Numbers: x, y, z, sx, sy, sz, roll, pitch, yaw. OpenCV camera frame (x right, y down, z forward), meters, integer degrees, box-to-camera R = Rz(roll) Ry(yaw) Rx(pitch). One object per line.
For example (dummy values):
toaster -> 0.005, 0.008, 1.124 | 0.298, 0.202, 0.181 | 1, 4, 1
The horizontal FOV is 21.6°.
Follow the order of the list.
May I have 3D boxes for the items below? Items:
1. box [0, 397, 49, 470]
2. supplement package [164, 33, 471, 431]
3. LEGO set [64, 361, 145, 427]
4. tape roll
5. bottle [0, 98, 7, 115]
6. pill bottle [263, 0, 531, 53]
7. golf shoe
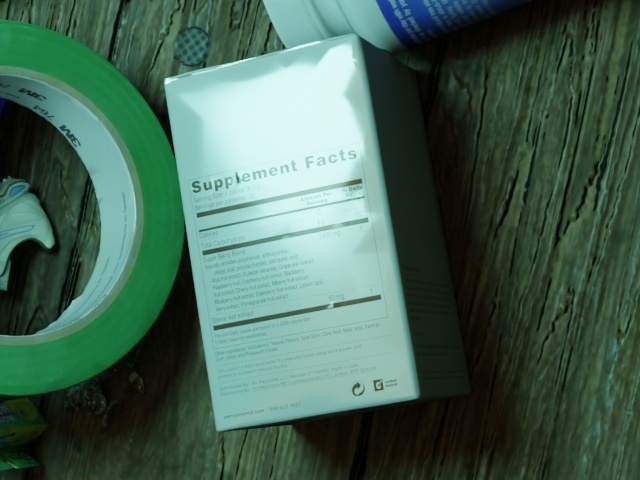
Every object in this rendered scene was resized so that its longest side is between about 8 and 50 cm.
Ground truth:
box -> -0.323, 0.135, 1.534 | 0.043, 0.105, 0.179 | -43, 75, 13
supplement package -> 0.000, 0.000, 1.397 | 0.175, 0.177, 0.293 | -11, 82, 18
LEGO set -> -0.202, 0.139, 1.536 | 0.083, 0.023, 0.054 | -42, 75, 11
tape roll -> -0.274, -0.024, 1.432 | 0.077, 0.321, 0.321 | -15, 79, 56
bottle -> -0.367, -0.080, 1.501 | 0.092, 0.283, 0.118 | -11, 124, 47
pill bottle -> 0.088, -0.246, 1.399 | 0.272, 0.152, 0.152 | -20, 80, 16
golf shoe -> -0.325, 0.018, 1.541 | 0.176, 0.069, 0.086 | -35, 88, -13
